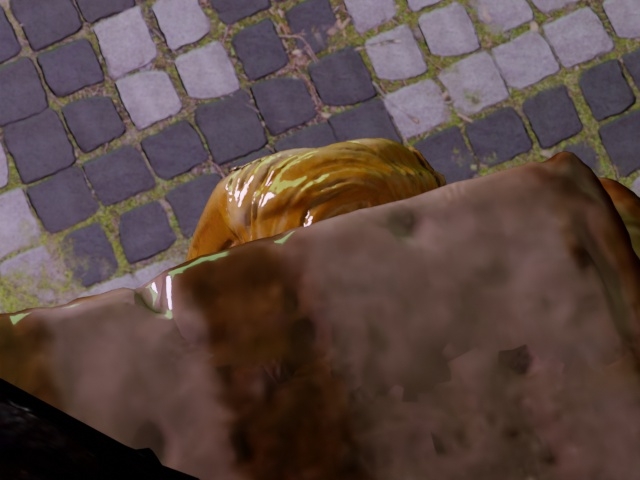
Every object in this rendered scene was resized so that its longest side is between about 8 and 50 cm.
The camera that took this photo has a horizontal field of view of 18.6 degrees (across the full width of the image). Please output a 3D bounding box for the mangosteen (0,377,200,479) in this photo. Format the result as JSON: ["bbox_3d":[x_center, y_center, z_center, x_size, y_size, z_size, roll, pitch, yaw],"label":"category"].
[{"bbox_3d":[-0.109,0.137,0.356,0.250,0.211,0.211,-56,-4,-6],"label":"mangosteen"}]

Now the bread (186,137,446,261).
[{"bbox_3d":[0.000,0.000,0.664,0.083,0.044,0.111,-8,-18,-19],"label":"bread"}]

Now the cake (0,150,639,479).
[{"bbox_3d":[0.014,0.103,0.597,0.293,0.199,0.196,-16,-16,-16],"label":"cake"}]
